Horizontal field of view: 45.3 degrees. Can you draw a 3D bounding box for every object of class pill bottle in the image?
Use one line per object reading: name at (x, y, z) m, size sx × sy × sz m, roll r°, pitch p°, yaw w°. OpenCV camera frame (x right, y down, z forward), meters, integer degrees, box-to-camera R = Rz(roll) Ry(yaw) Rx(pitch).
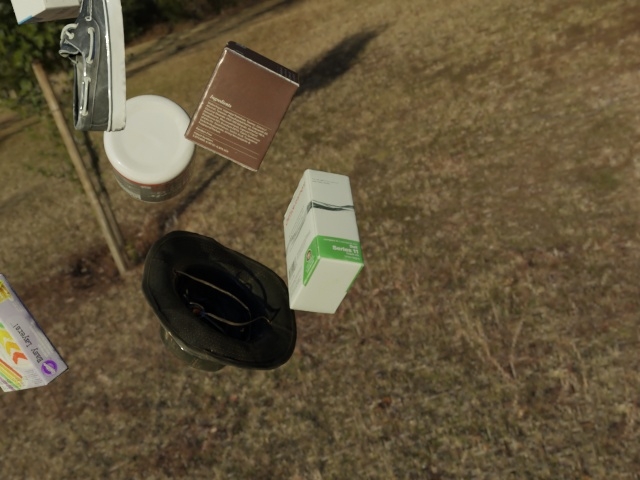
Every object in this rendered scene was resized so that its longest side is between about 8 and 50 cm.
pill bottle at (-0.413, -0.209, 1.896) m, size 0.210 × 0.210 × 0.363 m, roll -22°, pitch -3°, yaw -12°

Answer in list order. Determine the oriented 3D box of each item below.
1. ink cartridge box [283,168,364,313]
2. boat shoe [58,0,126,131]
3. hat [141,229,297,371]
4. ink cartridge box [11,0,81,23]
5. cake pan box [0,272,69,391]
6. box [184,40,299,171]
ink cartridge box at (0.000, 0.000, 1.353) m, size 0.087 × 0.153 × 0.208 m, roll 8°, pitch 49°, yaw -18°
boat shoe at (-0.403, -0.340, 1.338) m, size 0.102 × 0.301 × 0.108 m, roll -5°, pitch 8°, yaw -27°
hat at (-0.194, 0.139, 1.360) m, size 0.134 × 0.331 × 0.331 m, roll -56°, pitch -1°, yaw 27°
ink cartridge box at (-0.595, -0.564, 1.778) m, size 0.139 × 0.082 × 0.190 m, roll -4°, pitch 16°, yaw 45°
cake pan box at (-0.676, 0.202, 1.633) m, size 0.267 × 0.246 × 0.070 m, roll -15°, pitch 18°, yaw 47°
box at (-0.161, -0.281, 1.593) m, size 0.203 × 0.167 × 0.168 m, roll -61°, pitch 11°, yaw 17°
